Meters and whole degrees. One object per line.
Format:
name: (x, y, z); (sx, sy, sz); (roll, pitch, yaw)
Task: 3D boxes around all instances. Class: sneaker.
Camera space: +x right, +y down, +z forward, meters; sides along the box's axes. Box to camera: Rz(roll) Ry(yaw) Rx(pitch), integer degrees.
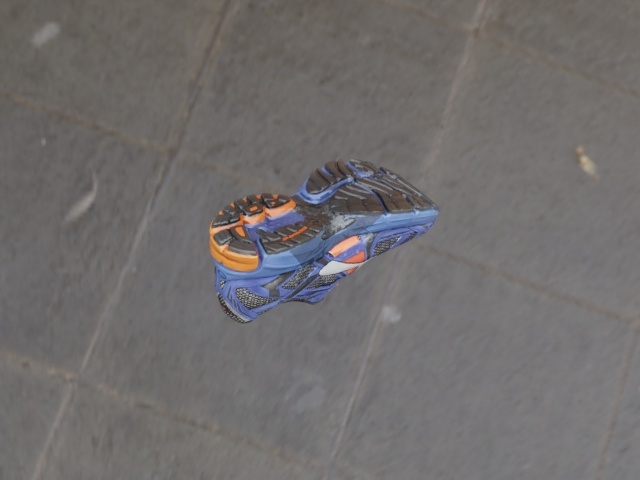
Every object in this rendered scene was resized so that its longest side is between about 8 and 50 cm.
sneaker: (0.000, 0.000, 1.172); (0.221, 0.087, 0.083); (-16, 45, -37)
